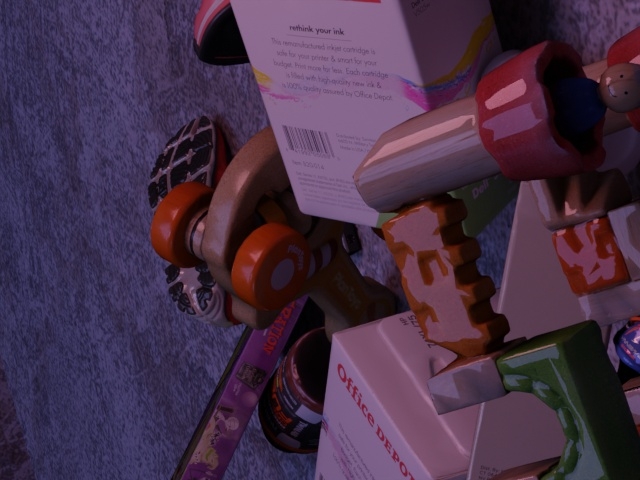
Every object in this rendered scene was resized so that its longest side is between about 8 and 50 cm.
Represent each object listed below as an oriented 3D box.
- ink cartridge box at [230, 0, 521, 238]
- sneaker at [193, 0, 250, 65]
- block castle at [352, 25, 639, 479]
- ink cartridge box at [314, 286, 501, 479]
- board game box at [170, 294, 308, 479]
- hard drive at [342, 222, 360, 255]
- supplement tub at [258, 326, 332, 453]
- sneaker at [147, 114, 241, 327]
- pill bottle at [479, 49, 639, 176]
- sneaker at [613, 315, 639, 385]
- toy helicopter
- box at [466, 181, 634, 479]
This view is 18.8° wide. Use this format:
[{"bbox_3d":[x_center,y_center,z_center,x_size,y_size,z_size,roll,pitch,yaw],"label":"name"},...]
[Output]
[{"bbox_3d":[0.040,-0.185,1.677,0.207,0.119,0.353,12,131,40],"label":"ink cartridge box"},{"bbox_3d":[-0.063,-0.315,2.070,0.314,0.116,0.136,118,144,-49],"label":"sneaker"},{"bbox_3d":[0.236,0.083,1.295,0.212,0.303,0.453,-20,90,33],"label":"block castle"},{"bbox_3d":[0.125,0.218,1.789,0.198,0.197,0.270,55,150,41],"label":"ink cartridge box"},{"bbox_3d":[-0.111,0.206,2.234,0.056,0.347,0.208,26,151,1],"label":"board game box"},{"bbox_3d":[0.002,-0.043,2.151,0.094,0.022,0.135,-31,74,66],"label":"hard drive"},{"bbox_3d":[-0.010,0.179,2.199,0.106,0.106,0.198,68,156,19],"label":"supplement tub"},{"bbox_3d":[-0.136,-0.018,2.386,0.107,0.118,0.279,-23,59,33],"label":"sneaker"},{"bbox_3d":[0.195,-0.106,1.586,0.152,0.086,0.086,37,136,56],"label":"pill bottle"},{"bbox_3d":[0.275,0.072,1.501,0.083,0.087,0.221,52,148,42],"label":"sneaker"},{"bbox_3d":[0.000,0.000,1.943,0.140,0.235,0.355,26,164,34],"label":"toy helicopter"},{"bbox_3d":[0.183,0.092,1.557,0.113,0.094,0.275,-18,-61,-81],"label":"box"}]
